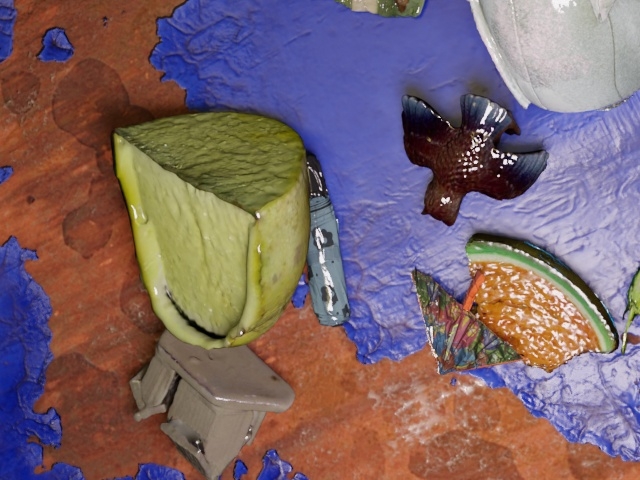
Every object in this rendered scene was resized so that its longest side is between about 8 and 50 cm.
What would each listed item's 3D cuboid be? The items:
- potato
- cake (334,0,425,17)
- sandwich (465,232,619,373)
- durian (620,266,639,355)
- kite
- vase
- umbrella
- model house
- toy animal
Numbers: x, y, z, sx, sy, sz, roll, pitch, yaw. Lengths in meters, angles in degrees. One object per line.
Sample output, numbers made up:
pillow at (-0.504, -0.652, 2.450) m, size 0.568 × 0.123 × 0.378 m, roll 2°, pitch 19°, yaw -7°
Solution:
potato at (-0.116, -0.004, 1.592) m, size 0.330 × 0.212 × 0.280 m, roll 28°, pitch 127°, yaw 41°
cake at (0.089, -0.451, 1.528) m, size 0.158 × 0.172 × 0.284 m, roll 15°, pitch 98°, yaw 14°
sandwich at (0.299, 0.090, 1.557) m, size 0.235 × 0.079 × 0.159 m, roll 20°, pitch 107°, yaw 15°
durian at (0.510, -0.003, 1.487) m, size 0.375 × 0.106 × 0.132 m, roll -45°, pitch 78°, yaw 6°
kite at (0.197, 0.120, 1.566) m, size 0.232 × 0.009 × 0.189 m, roll 43°, pitch 132°, yaw 35°
vase at (0.273, -0.379, 1.370) m, size 0.250 × 0.250 × 0.445 m, roll -18°, pitch 125°, yaw 13°
umbrella at (-0.001, 0.000, 1.628) m, size 0.053 × 0.052 × 0.251 m, roll -10°, pitch 91°, yaw 47°
model house at (-0.172, 0.235, 1.645) m, size 0.229 × 0.122 × 0.188 m, roll 37°, pitch 113°, yaw 23°
toy animal at (0.191, -0.108, 1.546) m, size 0.218 × 0.116 × 0.180 m, roll 25°, pitch 97°, yaw 4°
